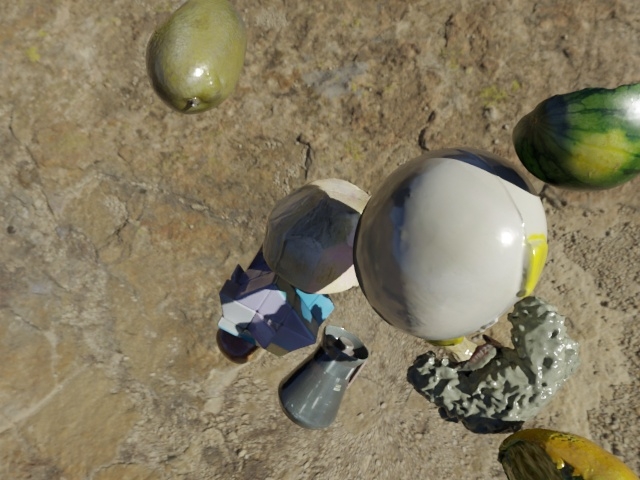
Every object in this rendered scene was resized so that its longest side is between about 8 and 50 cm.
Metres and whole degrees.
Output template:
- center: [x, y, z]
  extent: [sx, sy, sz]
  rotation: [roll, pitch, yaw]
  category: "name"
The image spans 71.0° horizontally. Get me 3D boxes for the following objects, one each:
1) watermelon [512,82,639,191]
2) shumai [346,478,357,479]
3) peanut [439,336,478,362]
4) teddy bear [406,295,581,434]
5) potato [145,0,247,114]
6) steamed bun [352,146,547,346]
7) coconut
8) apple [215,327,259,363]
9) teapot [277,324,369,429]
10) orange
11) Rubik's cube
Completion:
- center: [0.401, -0.136, 0.656]
  extent: [0.232, 0.204, 0.127]
  rotation: [5, 78, -33]
  category: "watermelon"
- center: [0.093, 0.780, 1.326]
  extent: [0.146, 0.116, 0.145]
  rotation: [-5, 61, 9]
  category: "shumai"
- center: [0.544, 0.427, 1.789]
  extent: [0.257, 0.123, 0.123]
  rotation: [37, 76, -14]
  category: "peanut"
- center: [0.428, 0.308, 1.030]
  extent: [0.357, 0.367, 0.224]
  rotation: [-37, 60, 19]
  category: "teddy bear"
- center: [-0.214, -0.314, 0.776]
  extent: [0.159, 0.174, 0.251]
  rotation: [16, 53, -27]
  category: "potato"
- center: [0.224, 0.010, 0.828]
  extent: [0.334, 0.374, 0.333]
  rotation: [11, 53, -15]
  category: "steamed bun"
- center: [0.000, 0.000, 1.312]
  extent: [0.353, 0.352, 0.352]
  rotation: [-3, 69, 7]
  category: "coconut"
- center: [-0.317, 0.387, 1.781]
  extent: [0.174, 0.188, 0.188]
  rotation: [42, 80, 8]
  category: "apple"
- center: [0.029, 0.519, 1.708]
  extent: [0.253, 0.300, 0.344]
  rotation: [45, 110, 41]
  category: "teapot"
- center: [0.479, 0.486, 0.793]
  extent: [0.196, 0.262, 0.334]
  rotation: [-26, 37, 1]
  category: "orange"
- center: [-0.166, 0.226, 1.598]
  extent: [0.368, 0.387, 0.358]
  rotation: [-21, 23, 21]
  category: "Rubik's cube"
